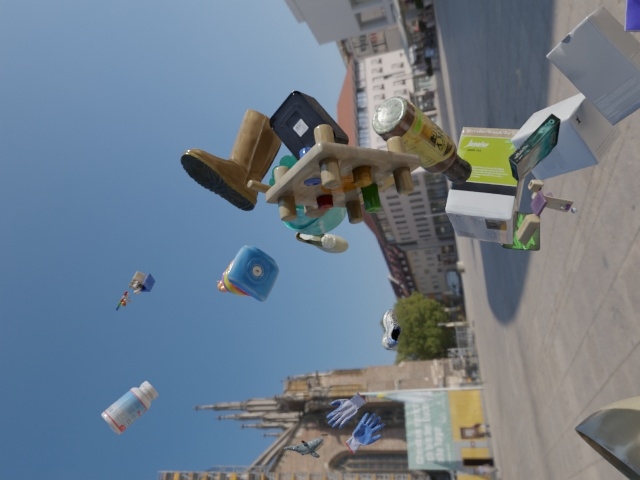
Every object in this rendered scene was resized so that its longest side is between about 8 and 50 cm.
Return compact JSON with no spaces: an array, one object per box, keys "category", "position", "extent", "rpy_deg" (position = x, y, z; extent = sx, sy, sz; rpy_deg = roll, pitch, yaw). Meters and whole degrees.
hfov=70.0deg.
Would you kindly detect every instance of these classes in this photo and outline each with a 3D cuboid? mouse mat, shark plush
[{"category":"mouse mat","position":[0.873,-0.043,1.989],"extent":[0.007,0.153,0.189],"rpy_deg":[66,-147,-58]},{"category":"shark plush","position":[-0.068,0.853,1.909],"extent":[0.073,0.161,0.067],"rpy_deg":[-82,-6,-61]}]

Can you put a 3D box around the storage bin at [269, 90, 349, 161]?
[{"category":"storage bin","position":[-0.030,-0.283,1.184],"extent":[0.180,0.122,0.084],"rpy_deg":[51,-156,13]}]

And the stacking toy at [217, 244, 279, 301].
[{"category":"stacking toy","position":[-0.306,0.147,1.711],"extent":[0.175,0.302,0.165],"rpy_deg":[36,-124,-21]}]

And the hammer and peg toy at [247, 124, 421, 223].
[{"category":"hammer and peg toy","position":[0.011,-0.111,1.021],"extent":[0.266,0.361,0.127],"rpy_deg":[1,-108,-33]}]

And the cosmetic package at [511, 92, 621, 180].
[{"category":"cosmetic package","position":[0.659,-0.281,1.234],"extent":[0.151,0.184,0.151],"rpy_deg":[-44,-77,-23]}]

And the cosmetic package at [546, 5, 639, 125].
[{"category":"cosmetic package","position":[0.666,-0.403,1.059],"extent":[0.107,0.127,0.238],"rpy_deg":[-36,-94,-30]}]

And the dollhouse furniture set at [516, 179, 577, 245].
[{"category":"dollhouse furniture set","position":[0.449,-0.048,0.918],"extent":[0.091,0.081,0.114],"rpy_deg":[-82,5,-53]}]

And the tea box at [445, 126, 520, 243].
[{"category":"tea box","position":[0.613,-0.191,1.662],"extent":[0.329,0.220,0.323],"rpy_deg":[35,-112,-62]}]

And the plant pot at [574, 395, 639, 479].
[{"category":"plant pot","position":[0.787,0.479,1.067],"extent":[0.284,0.191,0.284],"rpy_deg":[43,178,2]}]

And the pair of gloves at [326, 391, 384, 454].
[{"category":"pair of gloves","position":[0.122,0.643,1.628],"extent":[0.198,0.159,0.023],"rpy_deg":[49,168,17]}]

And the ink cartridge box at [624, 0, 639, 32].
[{"category":"ink cartridge box","position":[0.487,-0.363,0.556],"extent":[0.045,0.206,0.208],"rpy_deg":[23,-112,-85]}]

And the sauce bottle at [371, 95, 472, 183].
[{"category":"sauce bottle","position":[0.279,-0.246,1.188],"extent":[0.344,0.111,0.111],"rpy_deg":[23,-123,-41]}]

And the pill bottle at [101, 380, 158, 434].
[{"category":"pill bottle","position":[-0.605,0.531,1.462],"extent":[0.160,0.087,0.087],"rpy_deg":[-40,-52,-33]}]

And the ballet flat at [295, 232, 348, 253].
[{"category":"ballet flat","position":[0.000,0.000,2.029],"extent":[0.086,0.249,0.086],"rpy_deg":[13,-90,-69]}]

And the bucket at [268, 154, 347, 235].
[{"category":"bucket","position":[-0.033,-0.164,1.591],"extent":[0.183,0.281,0.281],"rpy_deg":[73,-163,-56]}]

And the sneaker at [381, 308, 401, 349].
[{"category":"sneaker","position":[0.232,0.275,1.436],"extent":[0.052,0.058,0.135],"rpy_deg":[23,-126,-21]}]

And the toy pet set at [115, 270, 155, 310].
[{"category":"toy pet set","position":[-0.567,0.161,1.417],"extent":[0.065,0.122,0.114],"rpy_deg":[30,-133,-17]}]

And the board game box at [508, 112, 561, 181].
[{"category":"board game box","position":[0.490,-0.205,1.047],"extent":[0.026,0.126,0.186],"rpy_deg":[47,-165,22]}]

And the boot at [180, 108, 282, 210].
[{"category":"boot","position":[-0.222,-0.241,1.195],"extent":[0.236,0.089,0.269],"rpy_deg":[41,-128,-37]}]
